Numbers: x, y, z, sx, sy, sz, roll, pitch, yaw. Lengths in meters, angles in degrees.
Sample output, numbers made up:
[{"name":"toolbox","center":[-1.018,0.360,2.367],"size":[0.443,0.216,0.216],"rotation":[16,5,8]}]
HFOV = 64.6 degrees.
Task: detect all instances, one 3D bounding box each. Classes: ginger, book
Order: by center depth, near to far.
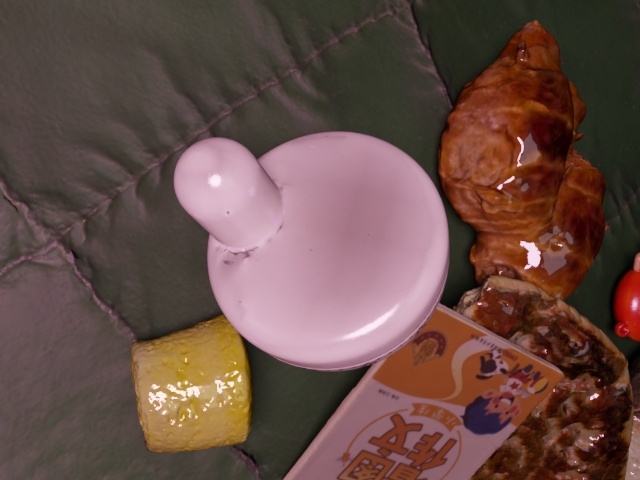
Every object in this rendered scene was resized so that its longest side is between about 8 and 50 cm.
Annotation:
[{"name":"book","center":[0.112,0.220,0.582],"size":[0.208,0.020,0.295],"rotation":[28,107,-20]},{"name":"ginger","center":[0.286,-0.094,0.673],"size":[0.274,0.152,0.357],"rotation":[-31,107,-24]}]

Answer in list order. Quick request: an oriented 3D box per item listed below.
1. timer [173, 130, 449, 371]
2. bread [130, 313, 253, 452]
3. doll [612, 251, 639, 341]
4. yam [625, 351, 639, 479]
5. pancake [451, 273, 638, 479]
[{"name":"timer","center":[0.000,0.000,0.473],"size":[0.233,0.233,0.240],"rotation":[-61,157,-13]},{"name":"bread","center":[-0.120,0.143,0.495],"size":[0.114,0.111,0.129],"rotation":[-8,91,-20]},{"name":"doll","center":[0.566,0.089,0.868],"size":[0.217,0.085,0.183],"rotation":[-27,105,-34]},{"name":"yam","center":[0.538,0.276,0.785],"size":[0.304,0.168,0.168],"rotation":[-27,104,-39]},{"name":"pancake","center":[0.262,0.238,0.655],"size":[0.305,0.067,0.427],"rotation":[-44,111,10]}]
